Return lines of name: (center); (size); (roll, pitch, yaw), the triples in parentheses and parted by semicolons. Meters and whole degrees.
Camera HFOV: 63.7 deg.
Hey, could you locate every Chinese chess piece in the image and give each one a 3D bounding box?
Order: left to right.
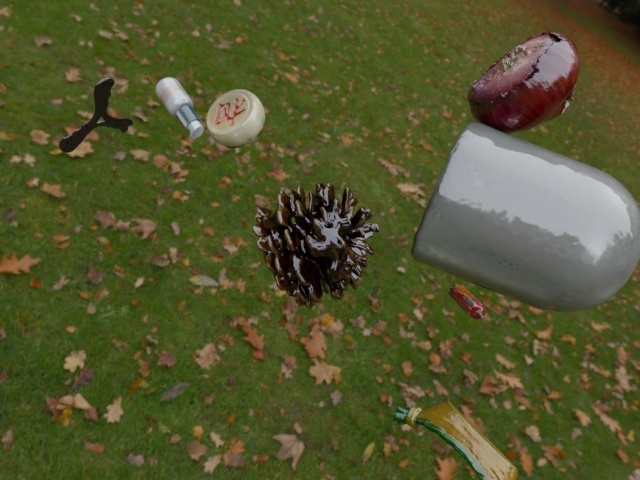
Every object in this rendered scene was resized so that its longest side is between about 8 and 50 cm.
Chinese chess piece: (-0.171, -0.246, 1.039); (0.051, 0.122, 0.122); (49, 11, -54)

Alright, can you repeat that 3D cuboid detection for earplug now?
earplug: (0.420, -0.027, 1.045); (0.394, 0.313, 0.312); (25, 34, 12)

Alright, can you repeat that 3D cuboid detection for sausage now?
sausage: (0.370, 0.157, 1.286); (0.050, 0.048, 0.145); (31, 13, -19)

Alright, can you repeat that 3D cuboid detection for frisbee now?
frisbee: (-0.521, -0.295, 1.255); (0.012, 0.211, 0.187); (41, 18, 12)

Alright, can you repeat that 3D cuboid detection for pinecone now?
pinecone: (0.000, 0.000, 1.587); (0.397, 0.398, 0.398); (20, 37, -16)

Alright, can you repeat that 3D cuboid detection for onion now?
onion: (0.424, -0.320, 1.076); (0.161, 0.248, 0.248); (62, 30, -19)

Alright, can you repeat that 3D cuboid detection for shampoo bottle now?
shampoo bottle: (-0.384, -0.366, 1.425); (0.074, 0.074, 0.192); (-17, 63, -47)

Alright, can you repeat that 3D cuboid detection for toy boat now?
toy boat: (0.216, 0.328, 0.811); (0.229, 0.088, 0.089); (42, 0, 40)
